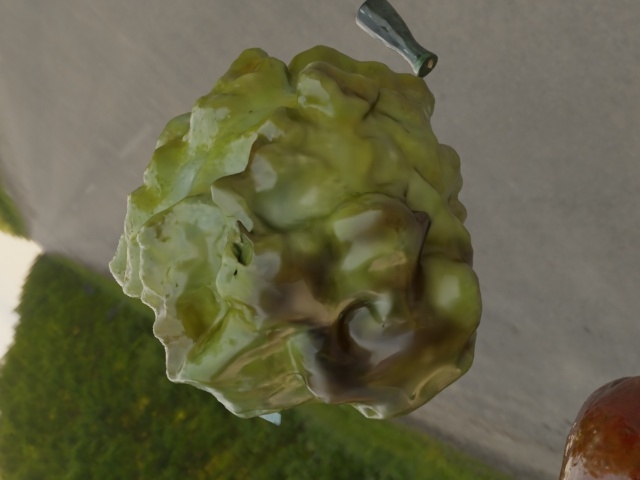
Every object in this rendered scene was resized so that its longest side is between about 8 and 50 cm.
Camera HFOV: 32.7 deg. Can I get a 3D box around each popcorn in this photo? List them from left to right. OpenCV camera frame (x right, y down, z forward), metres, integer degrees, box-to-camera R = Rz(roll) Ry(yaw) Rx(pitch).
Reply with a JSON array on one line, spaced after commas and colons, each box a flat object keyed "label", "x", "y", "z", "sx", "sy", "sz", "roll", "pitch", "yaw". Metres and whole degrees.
[{"label": "popcorn", "x": -0.009, "y": -0.015, "z": 0.889, "sx": 0.312, "sy": 0.312, "sz": 0.312, "roll": 41, "pitch": 170, "yaw": 9}]

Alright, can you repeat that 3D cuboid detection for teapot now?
[{"label": "teapot", "x": 0.086, "y": -0.222, "z": 1.202, "sx": 0.111, "sy": 0.043, "sz": 0.043, "roll": 51, "pitch": 174, "yaw": 26}]

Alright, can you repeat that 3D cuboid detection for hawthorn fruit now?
[{"label": "hawthorn fruit", "x": 0.367, "y": 0.245, "z": 1.180, "sx": 0.224, "sy": 0.261, "sz": 0.224, "roll": 5, "pitch": 152, "yaw": 2}]

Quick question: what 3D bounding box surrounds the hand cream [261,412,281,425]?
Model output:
[{"label": "hand cream", "x": -0.101, "y": 0.119, "z": 1.600, "sx": 0.085, "sy": 0.058, "sz": 0.331, "roll": 14, "pitch": 124, "yaw": 32}]
